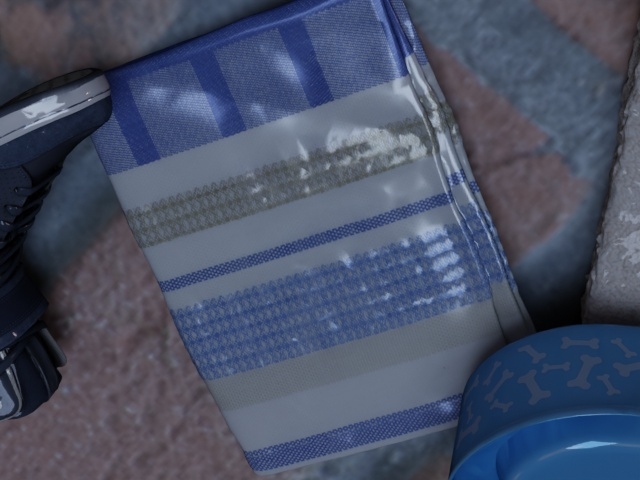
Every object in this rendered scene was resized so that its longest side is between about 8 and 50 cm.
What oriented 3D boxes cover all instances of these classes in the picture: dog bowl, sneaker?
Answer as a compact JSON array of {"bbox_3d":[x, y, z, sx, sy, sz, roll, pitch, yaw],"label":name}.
[{"bbox_3d":[0.216,0.120,0.836,0.297,0.074,0.166,5,139,-5],"label":"dog bowl"},{"bbox_3d":[-0.174,0.009,0.843,0.226,0.086,0.163,-28,99,28],"label":"sneaker"}]

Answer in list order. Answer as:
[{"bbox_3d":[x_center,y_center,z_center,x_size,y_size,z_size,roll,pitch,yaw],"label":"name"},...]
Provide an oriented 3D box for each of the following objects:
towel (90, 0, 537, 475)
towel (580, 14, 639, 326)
[{"bbox_3d":[0.000,0.000,0.863,0.209,0.034,0.285,-19,109,16],"label":"towel"},{"bbox_3d":[0.254,-0.054,0.805,0.187,0.049,0.282,6,114,2],"label":"towel"}]
